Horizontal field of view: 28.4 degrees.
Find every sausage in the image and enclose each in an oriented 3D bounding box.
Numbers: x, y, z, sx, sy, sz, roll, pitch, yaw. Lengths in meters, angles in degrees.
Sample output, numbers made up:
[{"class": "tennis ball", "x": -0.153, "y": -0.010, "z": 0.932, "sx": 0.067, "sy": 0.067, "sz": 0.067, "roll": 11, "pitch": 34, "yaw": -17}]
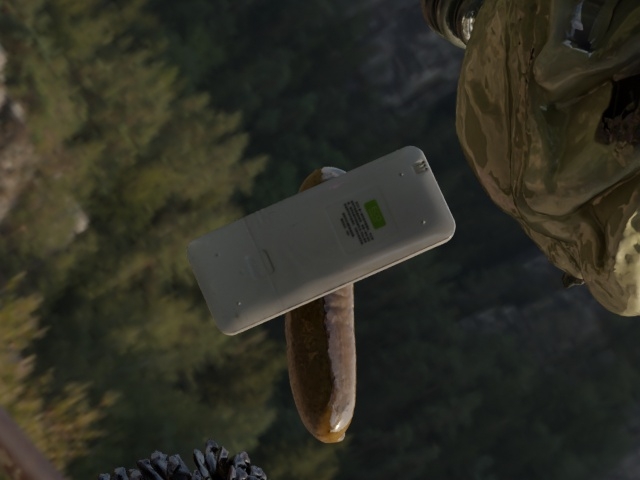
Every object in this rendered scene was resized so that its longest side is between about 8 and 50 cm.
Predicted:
[{"class": "sausage", "x": 0.001, "y": 0.100, "z": 2.191, "sx": 0.136, "sy": 0.123, "sz": 0.500, "roll": 25, "pitch": 58, "yaw": -43}]

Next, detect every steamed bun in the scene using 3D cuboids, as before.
[{"class": "steamed bun", "x": 0.226, "y": -0.097, "z": 0.694, "sx": 0.206, "sy": 0.320, "sz": 0.275, "roll": 64, "pitch": 29, "yaw": -59}]

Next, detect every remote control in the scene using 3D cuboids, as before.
[{"class": "remote control", "x": 0.000, "y": 0.000, "z": 1.217, "sx": 0.034, "sy": 0.250, "sz": 0.103, "roll": 75, "pitch": -9, "yaw": -84}]

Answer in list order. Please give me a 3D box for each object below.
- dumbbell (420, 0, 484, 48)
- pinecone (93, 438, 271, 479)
[{"class": "dumbbell", "x": 0.160, "y": -0.139, "z": 0.951, "sx": 0.110, "sy": 0.110, "sz": 0.254, "roll": 39, "pitch": 22, "yaw": -49}, {"class": "pinecone", "x": -0.170, "y": 0.349, "z": 1.402, "sx": 0.246, "sy": 0.292, "sz": 0.246, "roll": -8, "pitch": 90, "yaw": -80}]
